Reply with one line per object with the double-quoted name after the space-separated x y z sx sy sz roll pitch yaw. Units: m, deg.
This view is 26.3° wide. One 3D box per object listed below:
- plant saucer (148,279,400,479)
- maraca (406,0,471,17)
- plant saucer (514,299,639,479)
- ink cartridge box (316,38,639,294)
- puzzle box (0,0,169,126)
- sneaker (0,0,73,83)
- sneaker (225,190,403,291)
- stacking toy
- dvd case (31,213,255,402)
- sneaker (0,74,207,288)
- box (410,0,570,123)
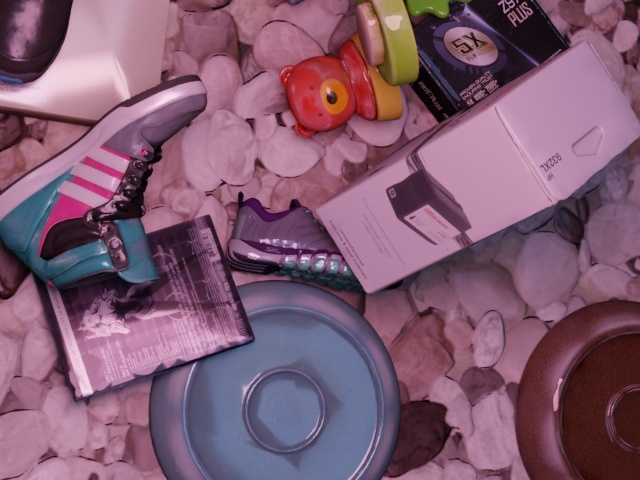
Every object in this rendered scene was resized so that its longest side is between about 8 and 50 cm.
-0.046 0.204 1.652 0.318 0.044 0.317 2 85 -17 "plant saucer"
0.111 -0.348 1.705 0.127 0.099 0.185 -36 69 -18 "maraca"
0.404 0.231 1.780 0.311 0.050 0.310 2 84 -17 "plant saucer"
0.179 -0.082 1.574 0.223 0.307 0.129 -36 95 -44 "ink cartridge box"
-0.380 -0.287 1.594 0.409 0.052 0.272 8 83 -15 "puzzle box"
-0.318 -0.346 1.518 0.125 0.140 0.340 11 83 -17 "sneaker"
0.000 0.000 1.667 0.224 0.083 0.098 12 73 -17 "sneaker"
-0.001 -0.276 1.597 0.130 0.279 0.309 -19 92 -6 "stacking toy"
-0.207 0.077 1.605 0.221 0.018 0.164 -18 77 -14 "dvd case"
-0.217 -0.041 1.537 0.295 0.124 0.178 -35 84 11 "sneaker"
0.201 -0.243 1.747 0.180 0.077 0.147 -39 96 -16 "box"
